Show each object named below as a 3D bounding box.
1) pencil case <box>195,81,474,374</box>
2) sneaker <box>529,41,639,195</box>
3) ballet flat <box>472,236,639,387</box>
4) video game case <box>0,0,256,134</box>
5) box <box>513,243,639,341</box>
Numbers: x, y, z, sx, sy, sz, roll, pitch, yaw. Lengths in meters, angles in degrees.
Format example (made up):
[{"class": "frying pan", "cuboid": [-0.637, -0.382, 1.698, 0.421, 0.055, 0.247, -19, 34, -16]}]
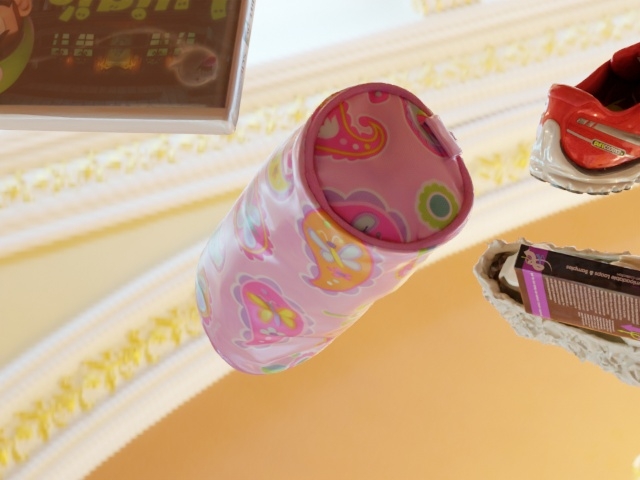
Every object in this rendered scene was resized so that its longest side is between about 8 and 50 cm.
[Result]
[{"class": "pencil case", "cuboid": [0.000, 0.000, 1.016, 0.124, 0.284, 0.124, 7, -112, -16]}, {"class": "sneaker", "cuboid": [0.303, -0.123, 1.334, 0.279, 0.118, 0.107, -20, -144, -35]}, {"class": "ballet flat", "cuboid": [0.305, 0.068, 1.580, 0.147, 0.409, 0.147, -4, -83, -33]}, {"class": "video game case", "cuboid": [-0.124, -0.137, 0.778, 0.190, 0.022, 0.173, 2, -112, 13]}, {"class": "box", "cuboid": [0.260, 0.053, 1.359, 0.162, 0.116, 0.029, 15, -110, 19]}]
